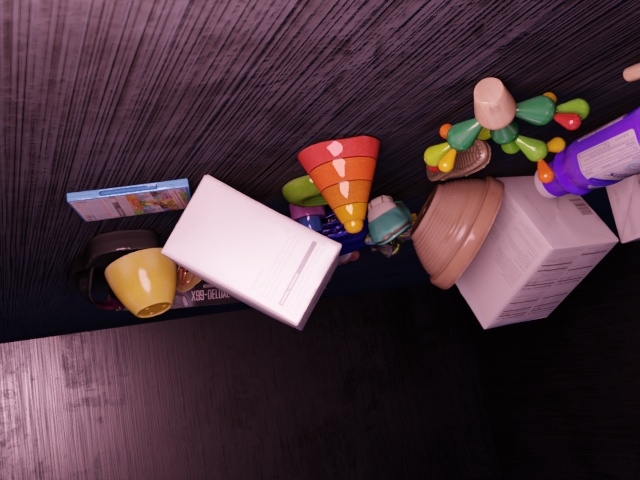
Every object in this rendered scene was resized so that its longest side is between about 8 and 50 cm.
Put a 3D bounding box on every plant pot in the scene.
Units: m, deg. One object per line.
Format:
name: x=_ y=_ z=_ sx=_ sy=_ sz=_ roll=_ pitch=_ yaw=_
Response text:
plant pot: x=-0.324 y=0.088 z=1.126 sx=0.134 sy=0.095 sz=0.134 roll=-20 pitch=160 yaw=-8
plant pot: x=0.248 y=-0.033 z=1.170 sx=0.109 sy=0.238 sz=0.237 roll=28 pitch=169 yaw=2

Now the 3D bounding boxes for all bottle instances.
bottle: x=0.476 y=-0.140 z=1.001 sx=0.118 sy=0.092 sz=0.283 roll=-7 pitch=170 yaw=-23

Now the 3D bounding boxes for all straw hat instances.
straw hat: x=-0.273 y=0.029 z=1.237 sx=0.061 sy=0.145 sz=0.144 roll=28 pitch=-179 yaw=17

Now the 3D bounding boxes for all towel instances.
towel: x=0.000 y=0.000 z=1.344 sx=0.227 sy=0.076 sz=0.308 roll=-11 pitch=170 yaw=5

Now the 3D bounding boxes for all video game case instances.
video game case: x=-0.279 y=-0.059 z=0.900 sx=0.166 sy=0.015 sz=0.119 roll=-8 pitch=169 yaw=-11

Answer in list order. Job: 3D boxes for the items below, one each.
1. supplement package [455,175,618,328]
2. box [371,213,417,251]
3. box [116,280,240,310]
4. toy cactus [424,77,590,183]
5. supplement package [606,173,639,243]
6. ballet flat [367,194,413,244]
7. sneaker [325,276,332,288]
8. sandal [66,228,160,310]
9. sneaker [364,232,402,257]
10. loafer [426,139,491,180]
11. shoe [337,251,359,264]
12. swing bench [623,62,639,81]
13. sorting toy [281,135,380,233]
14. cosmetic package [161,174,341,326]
supplement package: x=0.435 y=0.023 z=1.290 sx=0.197 sy=0.199 sz=0.263 roll=-5 pitch=140 yaw=-28
box: x=0.179 y=-0.018 z=1.488 sx=0.059 sy=0.054 sz=0.169 roll=-7 pitch=169 yaw=-21
box: x=-0.379 y=0.143 z=1.626 sx=0.242 sy=0.077 sz=0.307 roll=-1 pitch=175 yaw=-41
toy cactus: x=0.227 y=-0.141 z=0.771 sx=0.218 sy=0.112 sz=0.180 roll=-6 pitch=163 yaw=24
supplement package: x=0.733 y=-0.117 z=1.151 sx=0.292 sy=0.178 sz=0.175 roll=-11 pitch=170 yaw=0
ballet flat: x=0.127 y=-0.044 z=1.163 sx=0.083 sy=0.087 sz=0.247 roll=-32 pitch=177 yaw=13
sneaker: x=-0.060 y=0.086 z=1.642 sx=0.111 sy=0.121 sz=0.299 roll=-11 pitch=171 yaw=18
sandal: x=-0.438 y=0.083 z=1.262 sx=0.167 sy=0.107 sz=0.445 roll=-7 pitch=168 yaw=-24
sneaker: x=0.147 y=-0.003 z=1.349 sx=0.078 sy=0.067 sz=0.188 roll=30 pitch=180 yaw=13
loafer: x=0.219 y=-0.127 z=0.935 sx=0.050 sy=0.056 sz=0.148 roll=-7 pitch=180 yaw=-22
shoe: x=0.069 y=0.025 z=1.618 sx=0.081 sy=0.064 sz=0.178 roll=-22 pitch=170 yaw=-23
swing bench: x=0.526 y=-0.184 z=0.632 sx=0.253 sy=0.165 sz=0.255 roll=-7 pitch=164 yaw=-14
sorting toy: x=0.013 y=-0.044 z=0.970 sx=0.126 sy=0.126 sz=0.365 roll=-8 pitch=169 yaw=-13
cosmetic package: x=-0.099 y=0.031 z=0.950 sx=0.224 sy=0.138 sz=0.224 roll=29 pitch=171 yaw=5
